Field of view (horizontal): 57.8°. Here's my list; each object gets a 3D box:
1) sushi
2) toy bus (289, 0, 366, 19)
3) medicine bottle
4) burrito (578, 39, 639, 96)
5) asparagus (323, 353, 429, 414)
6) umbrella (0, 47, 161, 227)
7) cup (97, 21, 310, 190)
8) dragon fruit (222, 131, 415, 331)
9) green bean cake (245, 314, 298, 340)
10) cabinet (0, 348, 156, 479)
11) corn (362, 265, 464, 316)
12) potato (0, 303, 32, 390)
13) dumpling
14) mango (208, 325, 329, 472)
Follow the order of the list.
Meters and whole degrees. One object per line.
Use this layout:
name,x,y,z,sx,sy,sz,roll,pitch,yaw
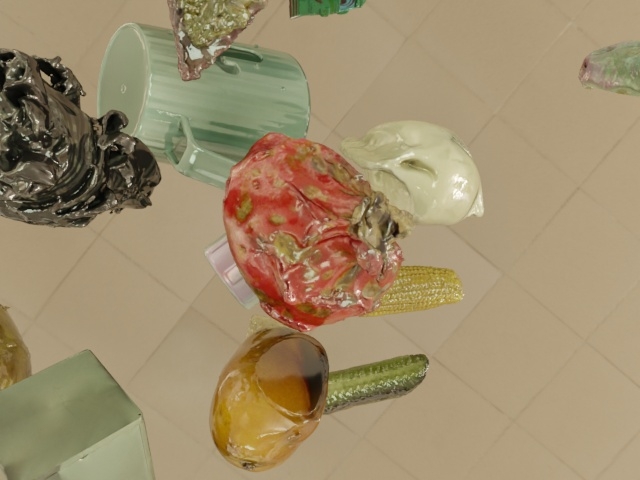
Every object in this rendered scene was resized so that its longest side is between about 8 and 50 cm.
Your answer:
sushi,-0.180,-0.383,0.895,0.241,0.107,0.161,-47,118,0
toy bus,0.018,-0.668,1.293,0.199,0.184,0.344,-1,64,-3
medicine bottle,-0.086,0.015,0.929,0.168,0.135,0.135,-37,97,-5
burrito,0.578,-0.308,1.042,0.143,0.229,0.089,-17,118,-18
asparagus,0.125,0.392,1.579,0.381,0.108,0.128,-18,117,18
umbrella,-0.219,-0.070,0.560,0.128,0.336,0.154,-36,77,1
cup,-0.222,-0.280,1.241,0.392,0.401,0.310,1,110,-42
dragon fruit,0.000,0.000,0.653,0.134,0.211,0.262,-40,105,-38
green bean cake,-0.165,0.330,2.041,0.179,0.085,0.109,11,78,16
cabinet,-0.303,0.277,0.709,0.145,0.150,0.206,-26,132,-36
corn,0.149,0.094,1.103,0.261,0.097,0.097,-1,98,-14
potato,-0.625,0.226,1.091,0.141,0.192,0.296,-20,69,-23
dumpling,0.203,-0.161,1.302,0.395,0.315,0.233,14,112,-38
mango,-0.078,0.212,0.809,0.136,0.236,0.166,24,121,-6
